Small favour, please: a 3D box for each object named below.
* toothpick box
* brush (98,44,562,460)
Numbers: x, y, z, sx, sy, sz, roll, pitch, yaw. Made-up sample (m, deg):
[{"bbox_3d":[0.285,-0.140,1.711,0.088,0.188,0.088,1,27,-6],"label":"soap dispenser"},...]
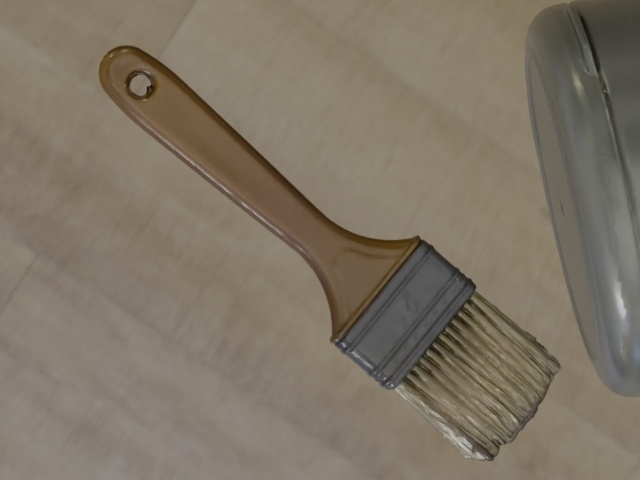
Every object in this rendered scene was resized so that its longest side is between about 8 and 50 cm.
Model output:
[{"bbox_3d":[0.278,-0.042,0.899,0.316,0.229,0.229,-12,106,4],"label":"toothpick box"},{"bbox_3d":[0.000,0.000,0.533,0.170,0.014,0.043,41,81,-8],"label":"brush"}]
